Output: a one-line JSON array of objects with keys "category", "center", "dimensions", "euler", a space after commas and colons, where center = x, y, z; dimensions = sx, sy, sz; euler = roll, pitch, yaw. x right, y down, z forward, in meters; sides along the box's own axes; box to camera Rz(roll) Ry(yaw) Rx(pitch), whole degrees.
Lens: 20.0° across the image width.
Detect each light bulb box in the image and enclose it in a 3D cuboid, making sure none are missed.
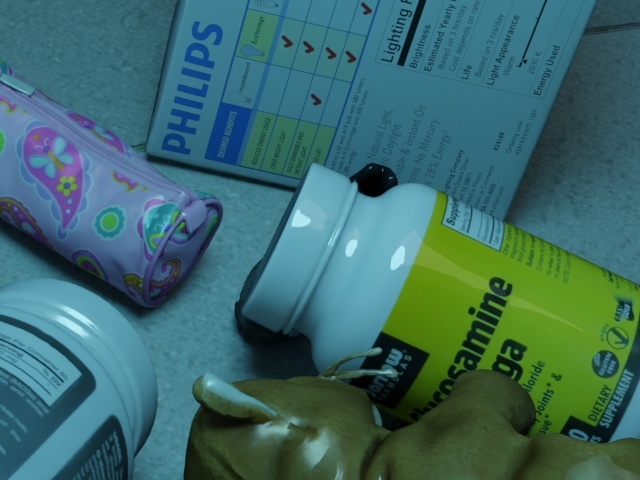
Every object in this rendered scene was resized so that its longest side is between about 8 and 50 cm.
[{"category": "light bulb box", "center": [0.051, -0.237, 1.722], "dimensions": [0.361, 0.358, 0.225], "euler": [13, 39, -8]}]

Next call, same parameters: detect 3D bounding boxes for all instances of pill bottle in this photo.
[{"category": "pill bottle", "center": [-0.251, 0.167, 1.239], "dimensions": [0.210, 0.210, 0.363], "euler": [24, 24, 7]}, {"category": "pill bottle", "center": [0.113, 0.068, 1.509], "dimensions": [0.334, 0.188, 0.188], "euler": [25, 41, -4]}]

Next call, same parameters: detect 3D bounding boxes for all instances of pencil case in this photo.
[{"category": "pencil case", "center": [-0.228, -0.058, 1.609], "dimensions": [0.284, 0.124, 0.124], "euler": [34, 43, 16]}]

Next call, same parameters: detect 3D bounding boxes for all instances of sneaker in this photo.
[{"category": "sneaker", "center": [0.000, 0.000, 1.634], "dimensions": [0.078, 0.106, 0.234], "euler": [31, 43, 16]}]

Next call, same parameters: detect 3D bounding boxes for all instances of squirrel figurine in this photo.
[{"category": "squirrel figurine", "center": [0.049, 0.231, 1.285], "dimensions": [0.371, 0.281, 0.397], "euler": [21, 38, 13]}]
